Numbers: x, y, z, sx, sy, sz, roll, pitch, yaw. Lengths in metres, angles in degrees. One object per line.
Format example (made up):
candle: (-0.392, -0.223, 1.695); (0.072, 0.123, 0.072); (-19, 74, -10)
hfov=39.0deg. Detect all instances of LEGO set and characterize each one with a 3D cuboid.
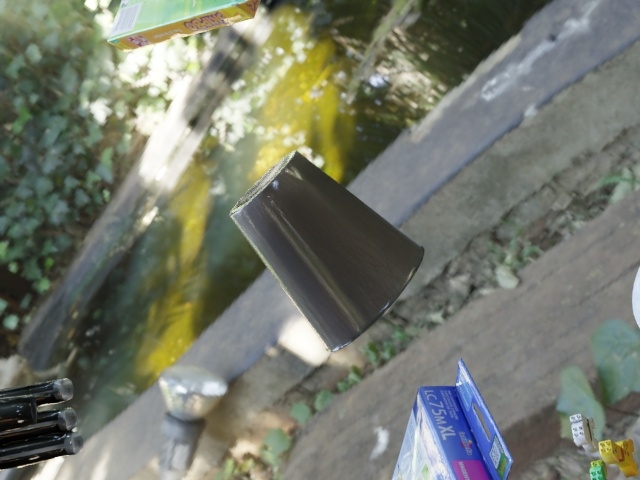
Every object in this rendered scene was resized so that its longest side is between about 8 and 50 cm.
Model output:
LEGO set: (0.429, 0.351, 1.357); (0.087, 0.093, 0.227); (-25, 48, 31)

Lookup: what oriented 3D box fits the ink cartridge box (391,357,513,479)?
ink cartridge box: (0.155, 0.327, 1.176); (0.185, 0.065, 0.311); (-109, 26, -53)

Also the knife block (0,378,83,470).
knife block: (-0.294, 0.137, 0.534); (0.242, 0.276, 0.088); (-56, 4, -11)

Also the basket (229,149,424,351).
basket: (0.000, 0.000, 1.234); (0.204, 0.227, 0.154); (-49, 12, -25)

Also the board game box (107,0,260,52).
board game box: (-0.134, -0.284, 0.989); (0.259, 0.039, 0.124); (-1, 68, 47)

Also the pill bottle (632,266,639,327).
pill bottle: (0.478, 0.088, 0.951); (0.162, 0.278, 0.162); (-48, 30, 39)
